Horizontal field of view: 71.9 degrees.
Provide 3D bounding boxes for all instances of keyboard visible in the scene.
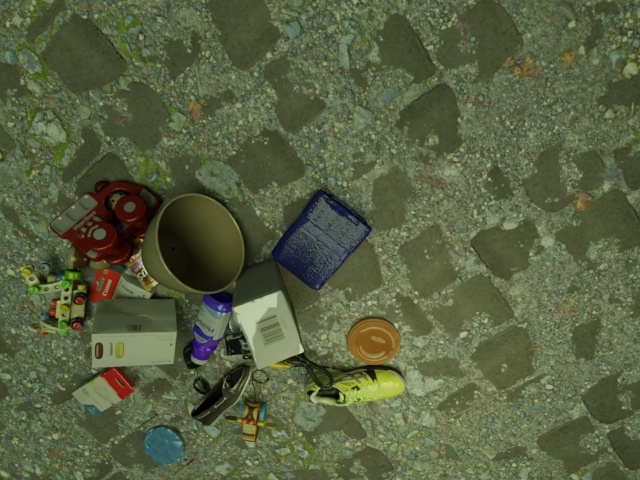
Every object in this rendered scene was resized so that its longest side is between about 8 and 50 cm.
[{"bbox_3d":[-0.262,0.392,1.632,0.181,0.023,0.108,-7,92,9],"label":"keyboard"}]

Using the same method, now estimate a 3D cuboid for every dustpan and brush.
[{"bbox_3d":[-0.291,0.341,1.660,0.148,0.060,0.211,22,108,-3],"label":"dustpan and brush"}]

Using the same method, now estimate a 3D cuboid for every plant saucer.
[{"bbox_3d":[0.200,0.384,1.654,0.200,0.037,0.199,1,108,4],"label":"plant saucer"}]

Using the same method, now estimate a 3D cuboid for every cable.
[{"bbox_3d":[-0.073,0.451,1.647,0.288,0.139,0.072,23,150,8],"label":"cable"}]

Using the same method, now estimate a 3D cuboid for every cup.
[{"bbox_3d":[-0.455,0.035,1.468,0.237,0.331,0.330,-19,108,38],"label":"cup"}]

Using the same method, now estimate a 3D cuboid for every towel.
[{"bbox_3d":[0.000,0.000,1.528,0.228,0.076,0.308,39,107,-1],"label":"towel"}]

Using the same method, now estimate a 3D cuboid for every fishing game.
[{"bbox_3d":[-0.664,0.870,1.873,0.189,0.041,0.264,-42,93,15],"label":"fishing game"}]

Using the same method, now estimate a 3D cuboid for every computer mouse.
[{"bbox_3d":[-0.489,0.510,1.747,0.071,0.041,0.241,-15,113,-17],"label":"computer mouse"}]

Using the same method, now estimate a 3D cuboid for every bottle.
[{"bbox_3d":[-0.411,0.326,1.636,0.118,0.092,0.282,29,108,22],"label":"bottle"}]

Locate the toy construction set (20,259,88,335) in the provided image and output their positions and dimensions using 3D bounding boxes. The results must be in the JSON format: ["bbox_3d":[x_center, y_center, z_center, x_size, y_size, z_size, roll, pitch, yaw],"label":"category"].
[{"bbox_3d":[-0.981,0.233,1.627,0.215,0.151,0.327,7,119,-24],"label":"toy construction set"}]

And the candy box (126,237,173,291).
[{"bbox_3d":[-0.630,0.078,1.596,0.109,0.053,0.186,-31,105,3],"label":"candy box"}]

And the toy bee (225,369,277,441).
[{"bbox_3d":[-0.281,0.686,1.722,0.196,0.162,0.297,-11,107,9],"label":"toy bee"}]

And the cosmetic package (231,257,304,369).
[{"bbox_3d":[-0.173,0.217,1.434,0.156,0.385,0.217,-20,102,-5],"label":"cosmetic package"}]

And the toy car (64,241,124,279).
[{"bbox_3d":[-0.800,0.059,1.587,0.189,0.149,0.154,8,97,-24],"label":"toy car"}]

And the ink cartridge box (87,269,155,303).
[{"bbox_3d":[-0.760,0.212,1.657,0.225,0.056,0.180,27,108,-7],"label":"ink cartridge box"}]

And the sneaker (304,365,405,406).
[{"bbox_3d":[0.129,0.567,1.661,0.386,0.147,0.145,-5,106,4],"label":"sneaker"}]

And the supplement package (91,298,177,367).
[{"bbox_3d":[-0.651,0.321,1.554,0.262,0.204,0.145,3,117,-22],"label":"supplement package"}]

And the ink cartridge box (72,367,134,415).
[{"bbox_3d":[-0.855,0.589,1.772,0.231,0.078,0.134,-31,104,13],"label":"ink cartridge box"}]

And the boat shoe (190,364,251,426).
[{"bbox_3d":[-0.390,0.605,1.722,0.096,0.112,0.335,29,111,-25],"label":"boat shoe"}]

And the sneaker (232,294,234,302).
[{"bbox_3d":[-0.278,0.270,1.577,0.057,0.075,0.161,-14,110,1],"label":"sneaker"}]

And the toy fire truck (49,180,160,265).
[{"bbox_3d":[-0.709,-0.081,1.477,0.254,0.169,0.302,37,72,10],"label":"toy fire truck"}]
